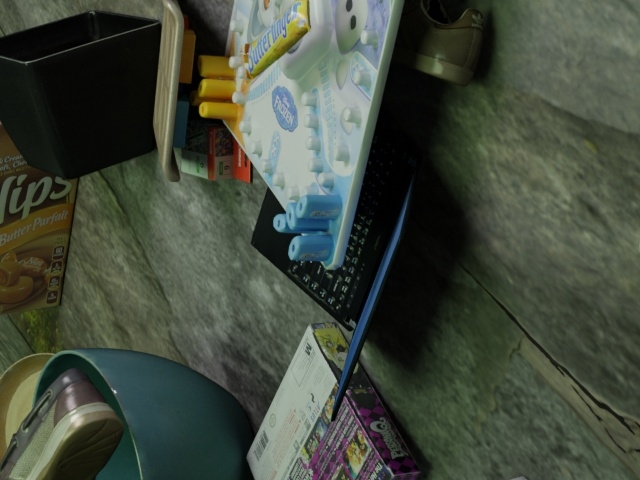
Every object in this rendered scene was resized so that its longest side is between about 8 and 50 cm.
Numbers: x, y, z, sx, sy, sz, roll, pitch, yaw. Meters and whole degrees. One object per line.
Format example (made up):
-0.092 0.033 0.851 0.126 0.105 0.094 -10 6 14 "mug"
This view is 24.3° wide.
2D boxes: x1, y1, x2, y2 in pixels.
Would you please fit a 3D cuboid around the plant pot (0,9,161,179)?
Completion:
-0.307 -0.180 1.863 0.188 0.187 0.167 20 126 52 "plant pot"

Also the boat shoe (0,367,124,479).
-0.309 0.247 1.672 0.285 0.103 0.092 -54 49 41 "boat shoe"

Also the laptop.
0.000 0.000 1.478 0.264 0.136 0.234 41 129 29 "laptop"

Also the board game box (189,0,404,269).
-0.031 -0.229 1.476 0.390 0.050 0.390 -125 41 -54 "board game box"

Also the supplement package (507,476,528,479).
0.156 0.378 1.281 0.263 0.198 0.199 45 131 41 "supplement package"

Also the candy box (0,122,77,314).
-0.444 -0.046 2.071 0.087 0.183 0.316 43 130 41 "candy box"

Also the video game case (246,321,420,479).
0.006 0.241 1.596 0.210 0.042 0.232 59 140 37 "video game case"

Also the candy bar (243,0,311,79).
-0.039 -0.193 1.407 0.161 0.018 0.040 152 116 -63 "candy bar"

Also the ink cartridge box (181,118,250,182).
-0.123 -0.103 1.732 0.115 0.029 0.063 18 111 53 "ink cartridge box"

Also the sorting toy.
-0.171 -0.191 1.730 0.193 0.038 0.208 -115 27 -69 "sorting toy"

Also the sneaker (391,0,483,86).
0.088 -0.198 1.397 0.188 0.066 0.071 29 100 47 "sneaker"

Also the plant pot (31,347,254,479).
-0.193 0.259 1.761 0.290 0.195 0.290 16 110 53 "plant pot"

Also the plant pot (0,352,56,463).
-0.379 0.277 2.108 0.236 0.032 0.236 0 89 29 "plant pot"
